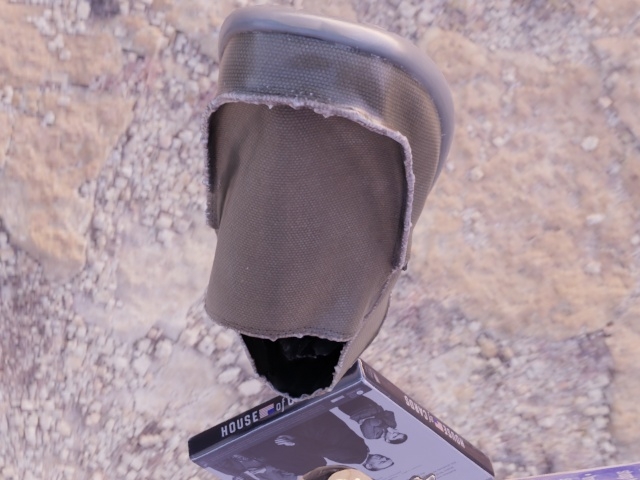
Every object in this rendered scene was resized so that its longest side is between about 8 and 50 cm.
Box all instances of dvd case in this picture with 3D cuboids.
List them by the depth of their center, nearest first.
[{"bbox_3d":[0.025,0.197,1.080,0.179,0.239,0.029,-28,48,20],"label":"dvd case"}]

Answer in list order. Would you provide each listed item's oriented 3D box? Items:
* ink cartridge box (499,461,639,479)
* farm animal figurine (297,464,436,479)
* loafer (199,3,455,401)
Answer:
[{"bbox_3d":[0.068,0.100,0.281,0.307,0.303,0.072,-8,85,8],"label":"ink cartridge box"},{"bbox_3d":[-0.015,0.214,0.561,0.327,0.330,0.172,-33,104,-18],"label":"farm animal figurine"},{"bbox_3d":[0.000,0.000,0.494,0.094,0.251,0.087,10,64,9],"label":"loafer"}]
